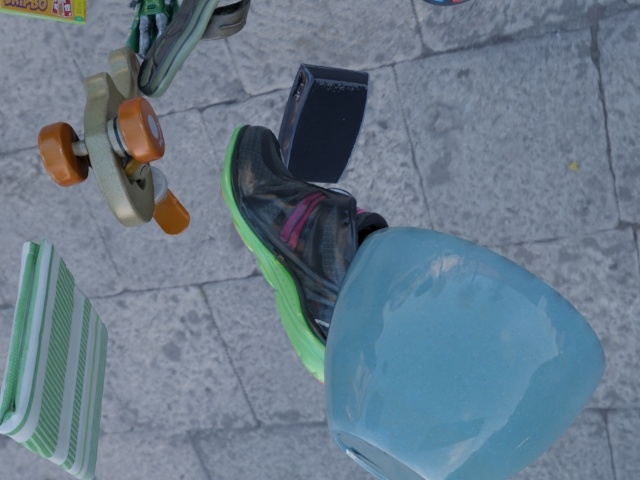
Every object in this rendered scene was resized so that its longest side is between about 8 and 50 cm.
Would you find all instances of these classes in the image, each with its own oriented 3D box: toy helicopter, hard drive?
[{"bbox_3d":[-0.278,-0.159,1.058,0.140,0.355,0.235,-17,136,5],"label":"toy helicopter"},{"bbox_3d":[0.005,-0.230,1.484,0.171,0.054,0.255,2,125,-25],"label":"hard drive"}]

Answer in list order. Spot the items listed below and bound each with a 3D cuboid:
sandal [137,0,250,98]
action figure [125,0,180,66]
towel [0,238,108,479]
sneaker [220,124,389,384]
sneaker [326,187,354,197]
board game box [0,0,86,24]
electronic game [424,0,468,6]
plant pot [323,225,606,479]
[{"bbox_3d":[-0.168,-0.338,1.102,0.086,0.120,0.303,33,101,-30],"label":"sandal"},{"bbox_3d":[-0.313,-0.438,1.360,0.137,0.232,0.063,-5,158,9],"label":"action figure"},{"bbox_3d":[-0.344,0.172,0.958,0.038,0.248,0.325,-2,154,-3],"label":"towel"},{"bbox_3d":[0.000,0.000,1.100,0.202,0.185,0.483,-33,62,6],"label":"sneaker"},{"bbox_3d":[0.040,0.030,1.295,0.099,0.282,0.153,-13,138,5],"label":"sneaker"},{"bbox_3d":[-0.406,-0.276,0.810,0.259,0.124,0.039,11,104,23],"label":"board game box"},{"bbox_3d":[0.204,-0.447,1.020,0.229,0.048,0.229,-19,133,-21],"label":"electronic game"},{"bbox_3d":[0.117,0.153,0.748,0.290,0.195,0.290,28,155,14],"label":"plant pot"}]
